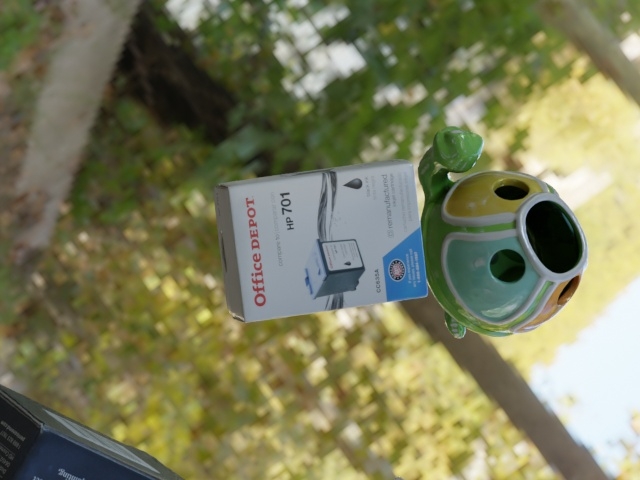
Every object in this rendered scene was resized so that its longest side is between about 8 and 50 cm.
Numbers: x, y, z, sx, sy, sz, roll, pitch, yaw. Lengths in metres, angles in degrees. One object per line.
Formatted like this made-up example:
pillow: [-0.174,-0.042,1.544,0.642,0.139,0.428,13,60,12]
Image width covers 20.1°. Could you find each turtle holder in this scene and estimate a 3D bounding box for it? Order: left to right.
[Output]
turtle holder: [0.281,-0.017,2.760,0.243,0.320,0.227,-5,172,-32]

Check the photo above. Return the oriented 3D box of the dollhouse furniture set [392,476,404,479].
dollhouse furniture set: [0.052,0.472,2.056,0.303,0.286,0.198,-28,140,-32]

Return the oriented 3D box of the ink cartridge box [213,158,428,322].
ink cartridge box: [0.000,0.000,1.796,0.191,0.139,0.082,-8,-175,-14]

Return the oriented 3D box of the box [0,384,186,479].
box: [-0.359,0.405,2.132,0.212,0.293,0.395,24,-97,52]
